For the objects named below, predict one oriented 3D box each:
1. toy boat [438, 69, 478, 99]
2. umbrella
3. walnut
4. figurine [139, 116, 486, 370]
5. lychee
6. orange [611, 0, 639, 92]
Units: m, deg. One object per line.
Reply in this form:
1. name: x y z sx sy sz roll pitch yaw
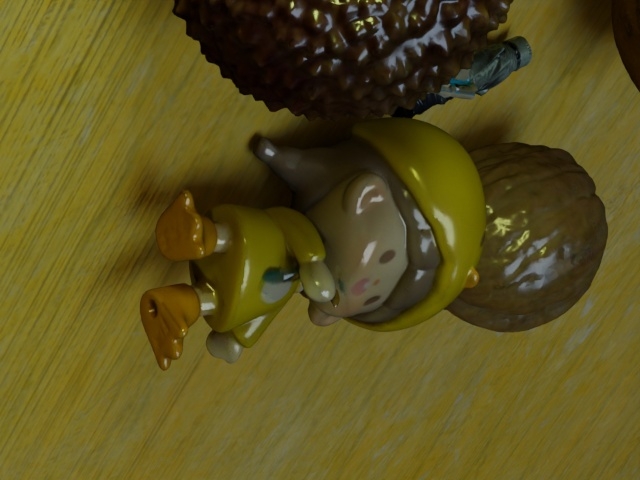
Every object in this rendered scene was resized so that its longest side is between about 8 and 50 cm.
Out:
1. toy boat: 0.051 -0.162 1.540 0.210 0.084 0.066 -2 124 -41
2. umbrella: 0.132 -0.158 1.682 0.188 0.046 0.050 -26 163 -39
3. walnut: 0.192 -0.001 1.813 0.213 0.213 0.213 -34 149 -24
4. figurine: 0.000 0.000 1.560 0.344 0.187 0.215 -12 145 -39
5. lychee: 0.006 -0.205 1.247 0.267 0.267 0.267 -34 149 -24
6. orange: 0.427 -0.232 1.768 0.274 0.274 0.274 -34 149 -24
